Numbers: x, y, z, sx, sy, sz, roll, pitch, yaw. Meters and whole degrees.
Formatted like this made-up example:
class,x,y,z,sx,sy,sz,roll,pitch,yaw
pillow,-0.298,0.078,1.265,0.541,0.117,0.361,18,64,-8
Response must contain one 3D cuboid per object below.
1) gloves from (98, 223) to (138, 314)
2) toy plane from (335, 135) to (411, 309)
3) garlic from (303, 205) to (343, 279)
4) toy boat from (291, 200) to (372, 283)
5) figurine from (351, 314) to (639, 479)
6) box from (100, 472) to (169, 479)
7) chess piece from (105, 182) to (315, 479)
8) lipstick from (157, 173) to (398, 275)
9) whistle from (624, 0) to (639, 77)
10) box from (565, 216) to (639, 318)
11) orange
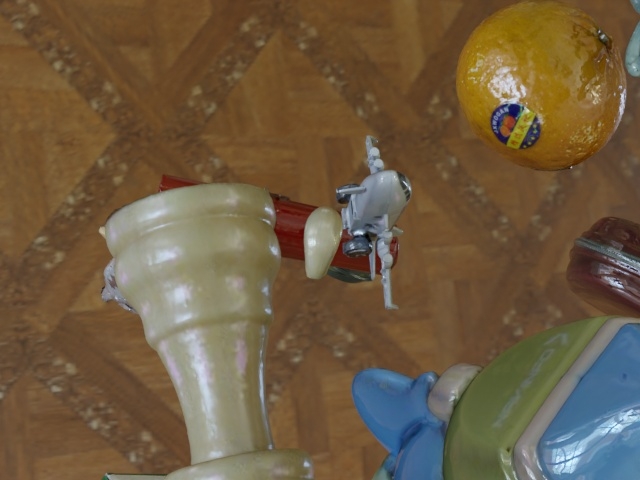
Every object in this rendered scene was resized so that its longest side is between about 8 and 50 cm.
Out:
class,x,y,z,sx,sy,sz,roll,pitch,yaw
gloves,-0.165,0.037,1.358,0.144,0.110,0.094,9,57,-6
toy plane,0.047,-0.025,1.130,0.066,0.171,0.162,-7,72,2
garlic,0.001,0.000,1.398,0.041,0.053,0.083,12,81,-4
toy boat,0.006,0.008,1.562,0.141,0.060,0.055,37,32,-1
figurine,0.120,0.123,0.616,0.180,0.262,0.153,21,70,-22
box,-0.193,0.322,1.286,0.135,0.199,0.081,13,31,-45
chess piece,-0.053,0.165,0.818,0.117,0.117,0.397,4,67,-40
lipstick,-0.050,-0.015,1.479,0.280,0.073,0.073,11,71,-5
whistle,0.333,-0.208,1.225,0.077,0.114,0.235,40,39,-40
box,0.490,0.099,1.584,0.108,0.404,0.263,-61,166,-3
orange,0.224,-0.158,1.315,0.178,0.155,0.177,11,43,-10
